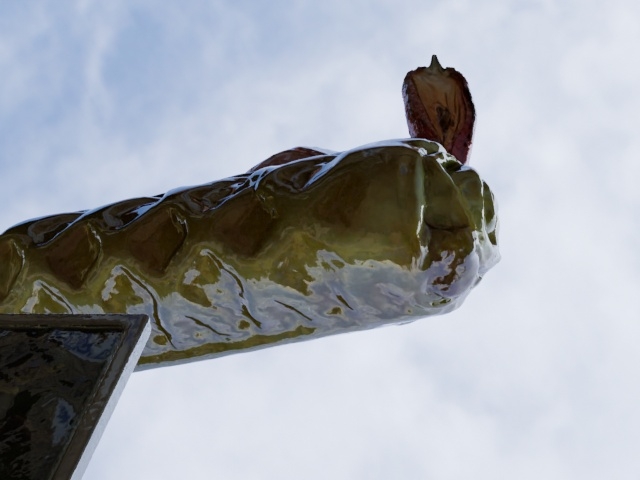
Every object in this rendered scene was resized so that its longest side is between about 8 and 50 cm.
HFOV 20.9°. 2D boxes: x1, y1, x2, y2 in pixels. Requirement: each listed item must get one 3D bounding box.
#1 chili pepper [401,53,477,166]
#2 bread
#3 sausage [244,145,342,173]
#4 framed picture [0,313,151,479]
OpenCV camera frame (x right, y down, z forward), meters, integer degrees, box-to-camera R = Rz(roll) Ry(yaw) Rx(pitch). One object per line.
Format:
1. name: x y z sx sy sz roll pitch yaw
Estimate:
1. chili pepper: 0.078 -0.061 1.088 0.045 0.027 0.178 2 -142 -7
2. bread: -0.039 0.011 0.816 0.269 0.098 0.087 -11 -137 31
3. sausage: 0.000 0.000 1.360 0.148 0.254 0.148 0 -89 11
4. framed picture: -0.081 0.044 0.395 0.066 0.007 0.089 0 -148 14
